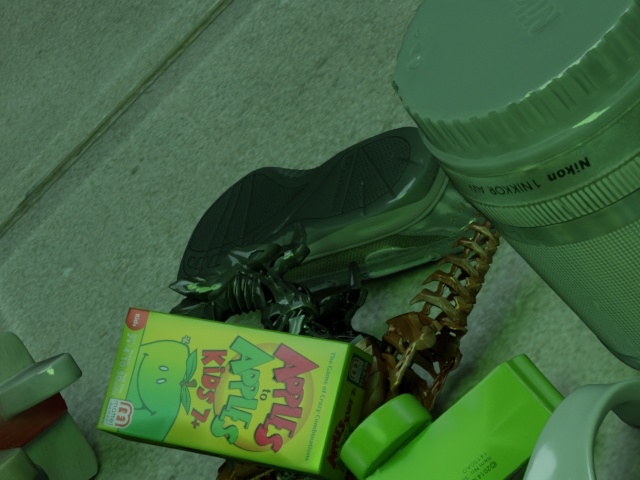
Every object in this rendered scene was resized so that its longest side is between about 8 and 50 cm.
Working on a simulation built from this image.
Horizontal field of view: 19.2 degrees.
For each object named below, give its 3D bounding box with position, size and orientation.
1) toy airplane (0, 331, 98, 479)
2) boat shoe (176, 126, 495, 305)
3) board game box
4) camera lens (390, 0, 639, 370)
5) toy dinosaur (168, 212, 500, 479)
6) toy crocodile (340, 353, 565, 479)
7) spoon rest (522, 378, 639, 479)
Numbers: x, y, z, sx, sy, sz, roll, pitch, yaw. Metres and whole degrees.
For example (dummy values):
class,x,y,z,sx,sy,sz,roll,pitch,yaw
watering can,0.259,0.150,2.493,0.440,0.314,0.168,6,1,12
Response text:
class,x,y,z,sx,sy,sz,roll,pitch,yaw
toy airplane,-0.351,0.231,1.542,0.384,0.272,0.386,-16,-5,12
boat shoe,0.002,-0.002,1.559,0.320,0.103,0.118,-21,42,43
board game box,-0.061,0.107,1.330,0.181,0.043,0.092,8,77,28
camera lens,0.206,-0.063,1.186,0.219,0.274,0.219,-31,33,23
toy dinosaur,0.014,0.109,1.395,0.322,0.164,0.218,-31,43,-10
toy crocodile,0.032,0.212,1.256,0.340,0.105,0.115,-46,71,-1
spoon rest,0.151,0.193,1.139,0.137,0.084,0.276,-14,42,43
